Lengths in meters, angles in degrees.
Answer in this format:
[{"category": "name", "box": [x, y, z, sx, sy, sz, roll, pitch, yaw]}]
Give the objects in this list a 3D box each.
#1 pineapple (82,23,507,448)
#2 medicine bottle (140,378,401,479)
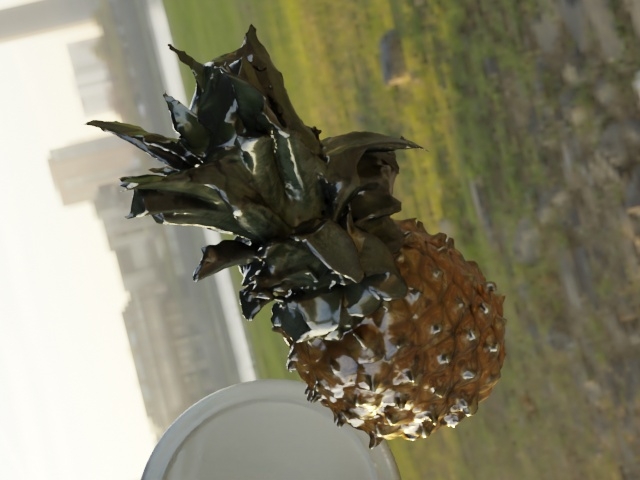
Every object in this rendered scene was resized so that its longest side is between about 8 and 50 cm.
[{"category": "pineapple", "box": [0.003, -0.001, 0.856, 0.364, 0.165, 0.166, 52, -165, -48]}, {"category": "medicine bottle", "box": [-0.036, 0.274, 1.252, 0.232, 0.237, 0.238, 82, 173, -64]}]
